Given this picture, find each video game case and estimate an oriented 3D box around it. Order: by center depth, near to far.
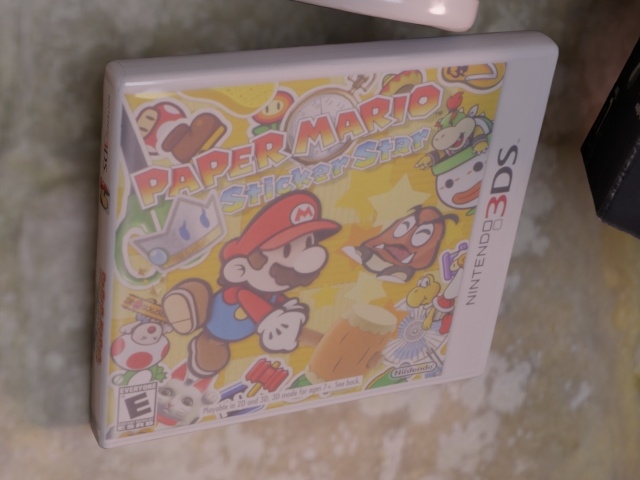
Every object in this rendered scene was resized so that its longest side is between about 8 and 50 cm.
[{"bbox_3d":[0.000,0.000,0.677,0.227,0.026,0.206,-8,125,-24],"label":"video game case"}]

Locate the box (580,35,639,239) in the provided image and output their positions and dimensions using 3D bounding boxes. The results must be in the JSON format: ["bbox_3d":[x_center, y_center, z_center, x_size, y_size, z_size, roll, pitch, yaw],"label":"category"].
[{"bbox_3d":[0.266,-0.111,0.683,0.165,0.143,0.270,26,108,-1],"label":"box"}]

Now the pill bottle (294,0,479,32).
[{"bbox_3d":[0.033,-0.207,0.620,0.119,0.119,0.208,7,100,-27],"label":"pill bottle"}]
